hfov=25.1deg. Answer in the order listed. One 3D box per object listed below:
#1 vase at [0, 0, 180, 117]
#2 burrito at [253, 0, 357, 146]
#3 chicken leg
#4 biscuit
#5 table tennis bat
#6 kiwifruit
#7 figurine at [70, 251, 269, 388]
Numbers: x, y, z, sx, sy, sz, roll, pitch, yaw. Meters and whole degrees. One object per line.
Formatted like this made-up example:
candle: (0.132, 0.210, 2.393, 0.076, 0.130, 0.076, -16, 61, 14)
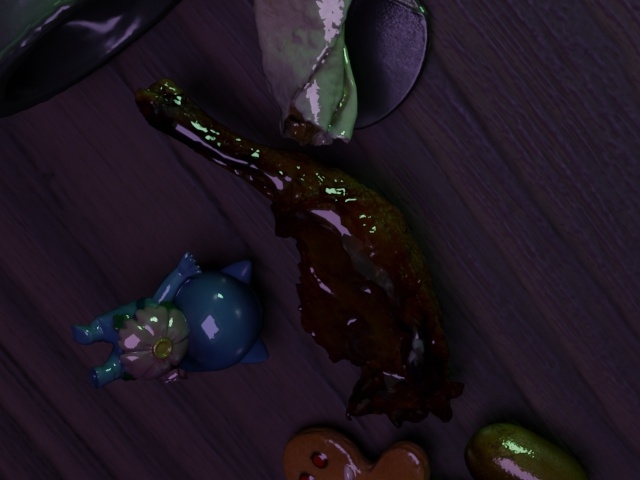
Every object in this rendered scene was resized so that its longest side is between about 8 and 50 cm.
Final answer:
vase: (-0.266, -0.286, 1.197, 0.245, 0.245, 0.291, -35, 90, 23)
burrito: (-0.012, -0.268, 1.180, 0.117, 0.076, 0.392, 15, 111, 50)
chicken leg: (0.000, 0.000, 1.260, 0.158, 0.096, 0.407, -30, 106, 38)
biscuit: (0.069, 0.264, 1.359, 0.250, 0.036, 0.165, 33, 124, 9)
table tennis bat: (0.042, -0.197, 1.237, 0.130, 0.019, 0.220, 29, 113, 9)
kiwifruit: (0.190, 0.212, 1.302, 0.124, 0.075, 0.075, 33, 114, 9)
figurine: (-0.143, 0.082, 1.330, 0.144, 0.178, 0.114, -29, 79, 62)
